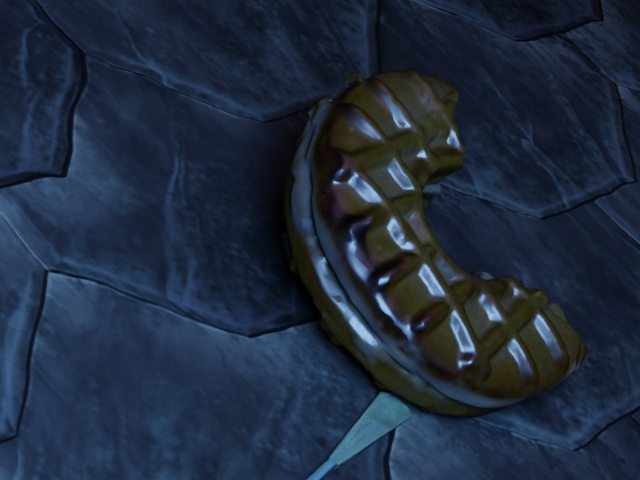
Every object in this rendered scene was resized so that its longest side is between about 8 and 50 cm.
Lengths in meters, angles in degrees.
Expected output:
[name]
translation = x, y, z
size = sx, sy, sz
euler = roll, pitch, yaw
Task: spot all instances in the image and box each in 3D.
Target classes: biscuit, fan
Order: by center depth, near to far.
[fan]
translation = 0.026, 0.190, 1.741
size = 0.038, 0.016, 0.193
euler = 37, 35, 13
[biscuit]
translation = 0.095, 0.009, 1.848
size = 0.268, 0.115, 0.366
euler = -25, 82, -47

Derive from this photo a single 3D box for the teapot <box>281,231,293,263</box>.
[teapot]
translation = 0.000, 0.000, 1.920
size = 0.088, 0.066, 0.057
euler = -17, 33, -19
